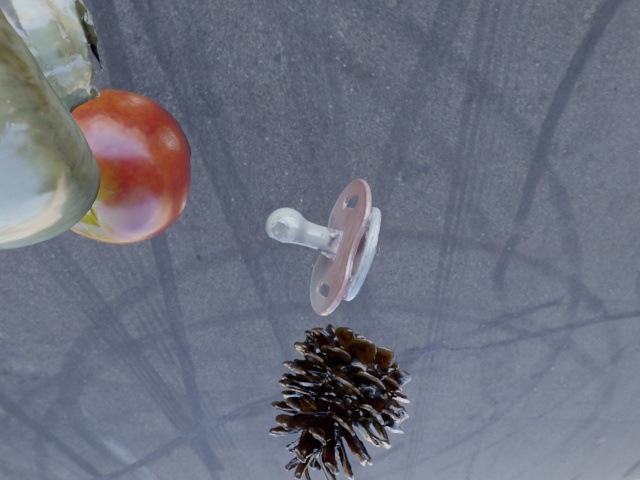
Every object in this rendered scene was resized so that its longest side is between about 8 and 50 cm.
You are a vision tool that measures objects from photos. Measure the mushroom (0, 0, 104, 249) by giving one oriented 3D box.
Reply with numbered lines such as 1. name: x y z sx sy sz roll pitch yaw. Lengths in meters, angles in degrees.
1. mushroom: -0.346 -0.152 0.380 0.260 0.352 0.352 -31 139 -30

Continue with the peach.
1. peach: -0.505 -0.193 1.054 0.389 0.388 0.388 -4 131 -5

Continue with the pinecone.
1. pinecone: 0.015 0.197 0.484 0.163 0.165 0.163 28 156 13

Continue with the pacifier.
1. pacifier: 0.022 0.007 0.962 0.273 0.220 0.331 18 90 19
